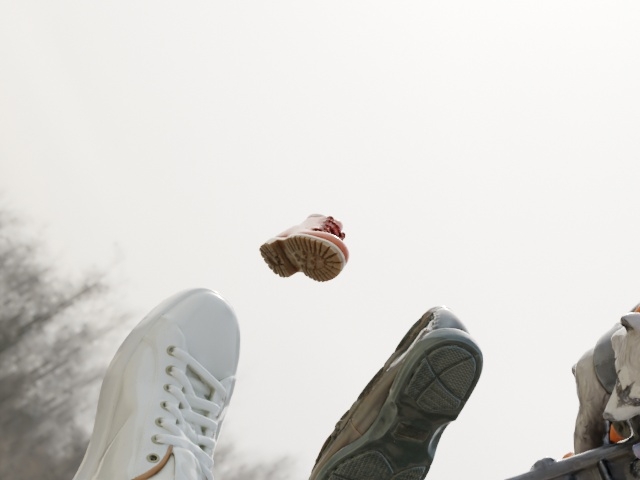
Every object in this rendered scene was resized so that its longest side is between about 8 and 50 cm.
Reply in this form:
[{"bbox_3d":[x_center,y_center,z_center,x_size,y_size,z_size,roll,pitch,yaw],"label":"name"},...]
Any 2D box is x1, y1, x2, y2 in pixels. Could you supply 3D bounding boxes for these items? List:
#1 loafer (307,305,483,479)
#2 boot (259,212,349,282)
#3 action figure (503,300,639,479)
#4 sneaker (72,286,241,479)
[{"bbox_3d":[0.067,0.181,1.316,0.096,0.267,0.084,27,22,-19],"label":"loafer"},{"bbox_3d":[0.000,0.000,1.493,0.158,0.084,0.059,6,-53,62],"label":"boot"},{"bbox_3d":[0.215,0.134,1.016,0.330,0.341,0.178,85,-12,-67],"label":"action figure"},{"bbox_3d":[-0.102,0.155,0.954,0.123,0.290,0.106,-13,-46,43],"label":"sneaker"}]
